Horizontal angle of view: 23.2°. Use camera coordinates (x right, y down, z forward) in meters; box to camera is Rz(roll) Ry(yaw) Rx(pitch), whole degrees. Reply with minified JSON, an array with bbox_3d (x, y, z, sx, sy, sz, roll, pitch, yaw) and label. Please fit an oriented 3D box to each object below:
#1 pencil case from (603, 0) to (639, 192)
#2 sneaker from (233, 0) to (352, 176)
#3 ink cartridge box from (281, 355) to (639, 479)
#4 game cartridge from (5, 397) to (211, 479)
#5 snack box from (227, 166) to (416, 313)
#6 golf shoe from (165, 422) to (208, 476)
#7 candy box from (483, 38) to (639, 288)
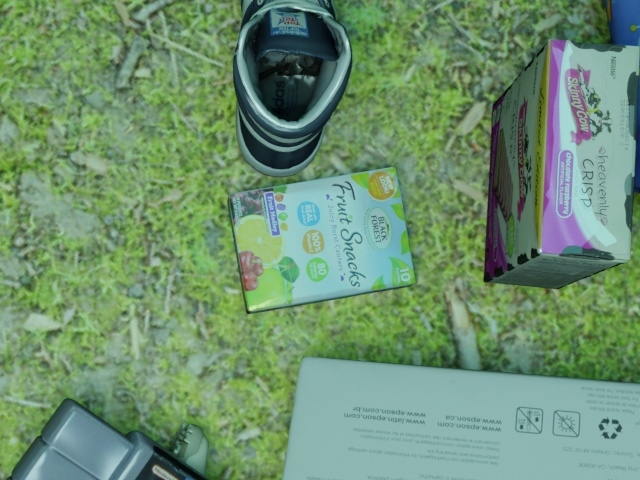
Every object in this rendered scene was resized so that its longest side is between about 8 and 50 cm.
[{"bbox_3d":[0.294,-0.172,1.295,0.133,0.119,0.306,-10,84,5],"label":"pencil case"},{"bbox_3d":[-0.029,-0.201,1.256,0.099,0.153,0.282,-2,83,-5],"label":"sneaker"},{"bbox_3d":[0.124,0.253,1.127,0.324,0.071,0.330,5,63,7],"label":"ink cartridge box"},{"bbox_3d":[-0.111,0.305,1.189,0.355,0.068,0.230,37,86,-17],"label":"game cartridge"},{"bbox_3d":[0.000,0.000,1.292,0.141,0.037,0.100,-9,85,-6],"label":"snack box"},{"bbox_3d":[-0.104,0.236,1.250,0.086,0.069,0.176,14,90,-14],"label":"golf shoe"},{"bbox_3d":[0.181,-0.051,1.213,0.071,0.233,0.159,4,82,-4],"label":"candy box"}]
